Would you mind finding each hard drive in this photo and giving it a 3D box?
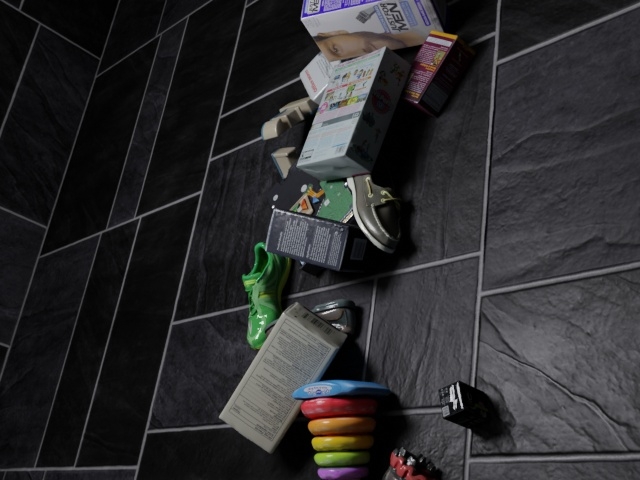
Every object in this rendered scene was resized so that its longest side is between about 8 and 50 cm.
[{"bbox_3d":[-0.008,-0.097,2.142,0.237,0.064,0.339,-48,38,17],"label":"hard drive"}]

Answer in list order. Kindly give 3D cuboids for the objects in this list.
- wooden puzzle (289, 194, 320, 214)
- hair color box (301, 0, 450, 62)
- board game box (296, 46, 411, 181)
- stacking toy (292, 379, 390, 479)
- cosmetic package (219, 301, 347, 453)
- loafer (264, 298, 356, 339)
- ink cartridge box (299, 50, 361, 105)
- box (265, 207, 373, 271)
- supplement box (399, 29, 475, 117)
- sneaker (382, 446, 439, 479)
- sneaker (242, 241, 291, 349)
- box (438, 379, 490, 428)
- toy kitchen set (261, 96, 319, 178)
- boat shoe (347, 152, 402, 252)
[{"bbox_3d":[-0.052,-0.077,2.117,0.116,0.014,0.078,-50,39,13],"label":"wooden puzzle"},{"bbox_3d":[0.142,-0.578,2.089,0.339,0.185,0.110,-4,62,25],"label":"hair color box"},{"bbox_3d":[0.080,-0.308,2.022,0.224,0.097,0.303,-3,63,57],"label":"board game box"},{"bbox_3d":[0.046,0.445,1.686,0.175,0.166,0.301,-13,72,36],"label":"stacking toy"},{"bbox_3d":[-0.082,0.307,1.846,0.296,0.153,0.129,-57,-6,13],"label":"cosmetic package"},{"bbox_3d":[-0.029,0.215,1.946,0.267,0.096,0.084,-24,63,34],"label":"loafer"},{"bbox_3d":[0.054,-0.486,2.300,0.208,0.087,0.153,-43,41,21],"label":"ink cartridge box"},{"bbox_3d":[0.000,0.000,1.925,0.207,0.153,0.108,14,94,29],"label":"box"},{"bbox_3d":[0.278,-0.407,1.993,0.188,0.081,0.104,-59,37,2],"label":"supplement box"},{"bbox_3d":[0.196,0.502,1.489,0.135,0.098,0.276,-58,35,4],"label":"sneaker"},{"bbox_3d":[-0.159,0.141,2.114,0.109,0.123,0.295,-19,54,42],"label":"sneaker"},{"bbox_3d":[0.271,0.310,1.536,0.052,0.083,0.062,-33,45,34],"label":"box"},{"bbox_3d":[-0.079,-0.296,2.357,0.122,0.166,0.207,-7,26,47],"label":"toy kitchen set"},{"bbox_3d":[0.138,-0.096,1.932,0.091,0.109,0.305,-45,35,26],"label":"boat shoe"}]
